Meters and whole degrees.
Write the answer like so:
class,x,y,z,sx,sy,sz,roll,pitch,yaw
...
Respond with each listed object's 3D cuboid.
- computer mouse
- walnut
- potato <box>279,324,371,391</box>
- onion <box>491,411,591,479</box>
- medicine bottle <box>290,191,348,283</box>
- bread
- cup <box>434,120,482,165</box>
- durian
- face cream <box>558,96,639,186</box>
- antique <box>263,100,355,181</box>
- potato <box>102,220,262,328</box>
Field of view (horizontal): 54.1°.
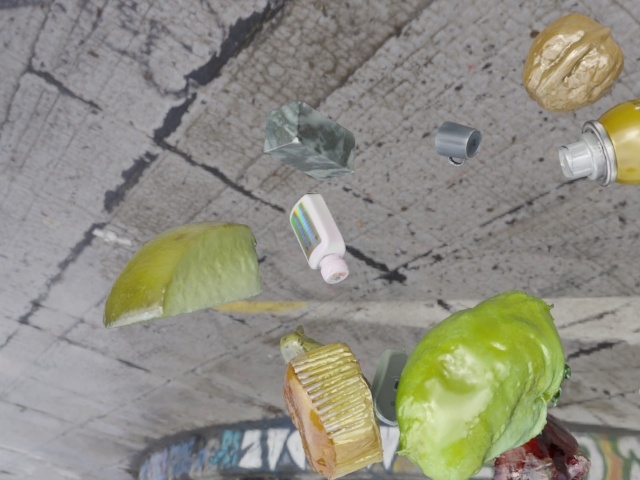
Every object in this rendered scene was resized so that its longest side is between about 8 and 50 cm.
class,x,y,z,sx,sy,sz,roll,pitch,yaw
computer mouse,0.151,0.306,1.339,0.089,0.182,0.056,31,146,-17
walnut,0.432,-0.301,1.085,0.166,0.149,0.167,9,109,27
potato,0.008,0.270,1.279,0.225,0.090,0.117,42,125,-3
onion,0.519,0.514,1.405,0.272,0.272,0.195,33,149,-30
medicine bottle,0.000,0.000,1.524,0.078,0.219,0.115,-4,144,-34
bread,0.018,0.297,1.085,0.133,0.179,0.250,-21,135,-13
cup,0.308,-0.209,1.388,0.077,0.078,0.100,22,139,39
durian,0.254,0.229,0.995,0.339,0.256,0.204,-13,180,-34
face cream,0.461,-0.140,0.740,0.348,0.105,0.105,-15,142,7
antique,-0.012,-0.184,1.206,0.088,0.086,0.183,-10,158,39
potato,-0.143,0.028,0.523,0.149,0.081,0.120,-15,174,29
